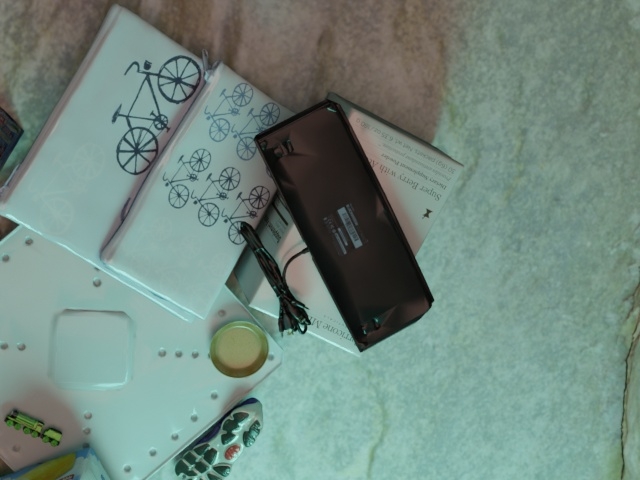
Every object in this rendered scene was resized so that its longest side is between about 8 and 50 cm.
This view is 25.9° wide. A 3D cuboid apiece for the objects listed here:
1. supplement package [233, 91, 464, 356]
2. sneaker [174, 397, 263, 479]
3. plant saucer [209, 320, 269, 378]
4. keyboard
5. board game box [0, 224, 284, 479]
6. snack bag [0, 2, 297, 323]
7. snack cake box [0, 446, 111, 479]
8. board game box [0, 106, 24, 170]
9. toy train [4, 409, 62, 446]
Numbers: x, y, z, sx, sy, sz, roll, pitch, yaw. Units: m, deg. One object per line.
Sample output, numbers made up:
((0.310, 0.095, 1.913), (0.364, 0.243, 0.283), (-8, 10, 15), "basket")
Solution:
((0.033, -0.024, 1.874), (0.178, 0.175, 0.293), (26, 98, -15), "supplement package")
((-0.137, 0.290, 1.982), (0.068, 0.071, 0.170), (44, 108, -8), "sneaker")
((-0.113, 0.149, 1.921), (0.083, 0.015, 0.083), (-3, 104, -11), "plant saucer")
((0.000, 0.000, 1.768), (0.202, 0.033, 0.317), (-28, 104, -8), "keyboard")
((-0.315, 0.144, 1.917), (0.390, 0.050, 0.390), (-40, 107, 1), "board game box")
((-0.210, -0.100, 1.809), (0.342, 0.037, 0.323), (34, 83, -32), "snack bag")
((-0.402, 0.403, 1.902), (0.264, 0.089, 0.152), (-20, 113, 13), "snack cake box")
((-0.467, -0.078, 1.759), (0.194, 0.194, 0.060), (-43, 107, 1), "board game box")
((-0.391, 0.256, 1.895), (0.083, 0.017, 0.023), (28, 87, -15), "toy train")
